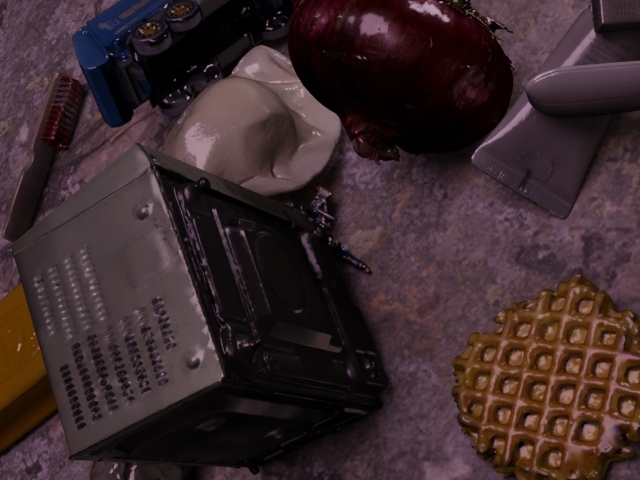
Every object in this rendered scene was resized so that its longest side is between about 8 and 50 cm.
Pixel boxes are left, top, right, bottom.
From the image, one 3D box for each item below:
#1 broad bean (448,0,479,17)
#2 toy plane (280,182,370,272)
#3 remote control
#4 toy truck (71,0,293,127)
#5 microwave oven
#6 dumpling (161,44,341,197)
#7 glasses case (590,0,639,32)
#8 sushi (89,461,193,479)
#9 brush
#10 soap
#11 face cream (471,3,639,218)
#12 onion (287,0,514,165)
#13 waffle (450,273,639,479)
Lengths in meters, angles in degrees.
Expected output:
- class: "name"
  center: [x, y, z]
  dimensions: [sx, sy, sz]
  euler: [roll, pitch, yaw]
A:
- class: "broad bean"
  center: [0.142, -0.409, 1.751]
  dimensions: [0.060, 0.043, 0.297]
  euler: [-33, 53, 4]
- class: "toy plane"
  center: [-0.005, -0.004, 1.645]
  dimensions: [0.188, 0.062, 0.135]
  euler: [32, 87, 40]
- class: "remote control"
  center: [0.400, -0.178, 1.366]
  dimensions: [0.313, 0.109, 0.055]
  euler: [-3, 84, 14]
- class: "toy truck"
  center: [-0.213, -0.324, 1.807]
  dimensions: [0.367, 0.146, 0.175]
  euler: [-40, 47, -25]
- class: "microwave oven"
  center: [-0.131, 0.092, 1.436]
  dimensions: [0.247, 0.394, 0.333]
  euler: [-31, 67, 20]
- class: "dumpling"
  center: [-0.103, -0.130, 1.722]
  dimensions: [0.243, 0.187, 0.318]
  euler: [21, 63, 13]
- class: "glasses case"
  center: [0.435, -0.295, 1.423]
  dimensions: [0.205, 0.047, 0.071]
  euler: [-4, 83, 0]
- class: "sushi"
  center: [-0.246, 0.380, 1.591]
  dimensions: [0.130, 0.124, 0.332]
  euler: [-21, 58, 38]
- class: "brush"
  center: [-0.481, -0.144, 2.051]
  dimensions: [0.050, 0.060, 0.321]
  euler: [6, 72, 26]
- class: "soap"
  center: [-0.460, 0.175, 1.856]
  dimensions: [0.324, 0.096, 0.204]
  euler: [-39, 52, 14]
- class: "face cream"
  center: [0.328, -0.195, 1.480]
  dimensions: [0.143, 0.089, 0.314]
  euler: [32, 84, -3]
- class: "onion"
  center: [0.091, -0.217, 1.524]
  dimensions: [0.314, 0.314, 0.232]
  euler: [25, 82, 40]
- class: "waffle"
  center: [0.274, 0.171, 1.376]
  dimensions: [0.254, 0.052, 0.245]
  euler: [-36, 53, 15]
